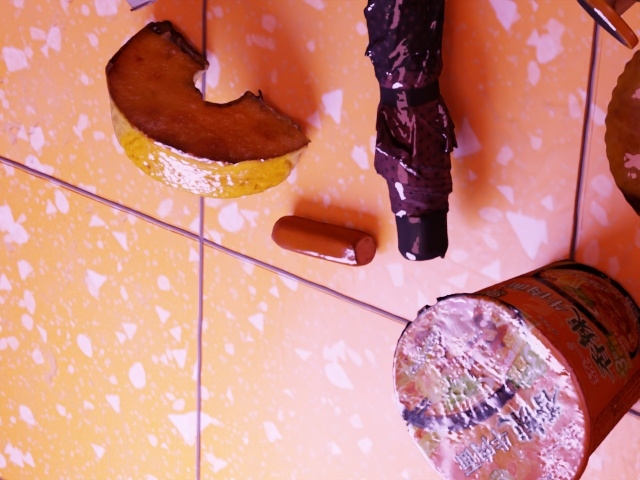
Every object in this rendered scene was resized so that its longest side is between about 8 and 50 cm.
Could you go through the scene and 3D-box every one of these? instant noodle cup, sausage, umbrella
[{"bbox_3d":[0.216,0.130,1.965,0.230,0.182,0.230,18,120,34],"label":"instant noodle cup"},{"bbox_3d":[0.000,0.000,2.192,0.131,0.039,0.041,13,120,35],"label":"sausage"},{"bbox_3d":[0.093,-0.135,2.019,0.090,0.094,0.326,-7,108,-4],"label":"umbrella"}]

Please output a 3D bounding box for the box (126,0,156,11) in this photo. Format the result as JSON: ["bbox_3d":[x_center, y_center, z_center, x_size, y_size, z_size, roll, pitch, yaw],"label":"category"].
[{"bbox_3d":[-0.144,-0.385,2.049,0.299,0.106,0.200,-17,122,43],"label":"box"}]

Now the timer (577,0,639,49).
[{"bbox_3d":[0.282,-0.319,1.689,0.240,0.233,0.233,-44,76,6],"label":"timer"}]

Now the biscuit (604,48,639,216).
[{"bbox_3d":[0.359,-0.095,1.766,0.220,0.066,0.220,-7,79,36],"label":"biscuit"}]

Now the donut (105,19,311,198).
[{"bbox_3d":[-0.156,-0.131,2.189,0.259,0.152,0.101,41,138,22],"label":"donut"}]
